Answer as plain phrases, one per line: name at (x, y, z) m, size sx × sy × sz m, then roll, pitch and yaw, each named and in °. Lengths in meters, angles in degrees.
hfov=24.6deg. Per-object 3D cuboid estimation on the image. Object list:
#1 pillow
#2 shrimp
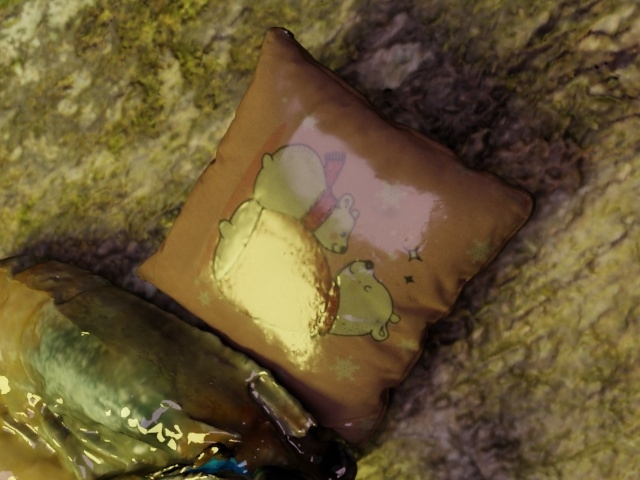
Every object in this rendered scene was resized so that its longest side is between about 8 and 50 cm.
pillow at (0.000, 0.000, 1.030) m, size 0.223 × 0.084 × 0.236 m, roll 38°, pitch 111°, yaw 11°
shrimp at (-0.145, 0.148, 1.076) m, size 0.445 × 0.110 × 0.221 m, roll 17°, pitch 91°, yaw 34°
